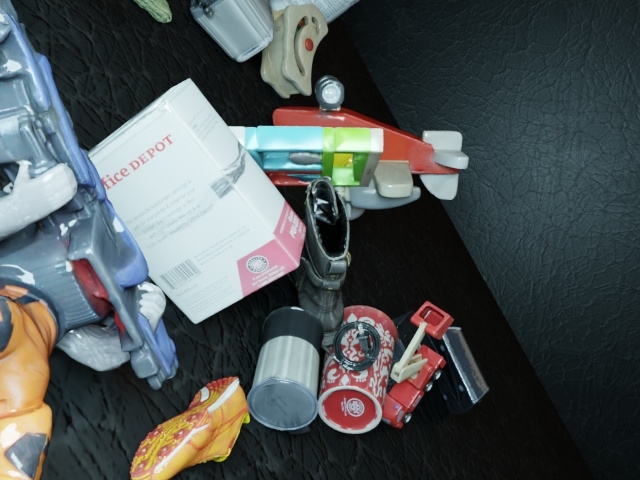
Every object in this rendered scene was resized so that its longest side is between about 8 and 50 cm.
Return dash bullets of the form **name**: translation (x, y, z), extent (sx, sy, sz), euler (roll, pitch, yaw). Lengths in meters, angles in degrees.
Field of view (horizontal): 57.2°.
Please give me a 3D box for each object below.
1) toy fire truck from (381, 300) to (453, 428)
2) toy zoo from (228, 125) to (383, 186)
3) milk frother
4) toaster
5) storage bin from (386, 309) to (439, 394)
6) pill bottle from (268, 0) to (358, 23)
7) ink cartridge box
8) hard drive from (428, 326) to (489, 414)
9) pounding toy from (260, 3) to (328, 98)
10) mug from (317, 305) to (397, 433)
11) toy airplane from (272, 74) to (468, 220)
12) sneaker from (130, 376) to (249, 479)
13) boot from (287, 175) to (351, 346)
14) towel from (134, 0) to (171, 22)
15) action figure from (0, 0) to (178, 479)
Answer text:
- **toy fire truck**: translation (0.146, 0.203, 0.934), extent (0.047, 0.192, 0.135), euler (32, -9, 34)
- **toy zoo**: translation (-0.075, -0.103, 0.758), extent (0.192, 0.293, 0.030), euler (89, 2, -83)
- **milk frother**: translation (-0.003, 0.158, 0.730), extent (0.129, 0.143, 0.135), euler (54, 21, -26)
- **toaster**: translation (-0.176, -0.470, 1.197), extent (0.146, 0.129, 0.227), euler (45, 23, -40)
- **storage bin**: translation (0.152, 0.215, 1.102), extent (0.122, 0.084, 0.180), euler (62, 19, 4)
- **pill bottle**: translation (-0.034, -0.618, 1.505), extent (0.160, 0.283, 0.160), euler (48, 23, -29)
- **ink cartridge box**: translation (-0.142, -0.038, 0.642), extent (0.218, 0.158, 0.092), euler (51, 23, -23)
- **hard drive**: translation (0.277, 0.270, 1.221), extent (0.255, 0.054, 0.172), euler (83, -15, -70)
- **pounding toy**: translation (-0.087, -0.474, 1.392), extent (0.154, 0.154, 0.270), euler (1, 91, -55)
- **mug**: translation (0.065, 0.204, 0.877), extent (0.150, 0.113, 0.169), euler (51, 25, -18)
- **toy airplane**: translation (0.118, -0.161, 1.268), extent (0.384, 0.273, 0.386), euler (35, 20, 34)
- **sneaker**: translation (-0.110, 0.187, 0.554), extent (0.175, 0.064, 0.068), euler (-25, 95, -67)
- **boot**: translation (0.000, 0.000, 0.842), extent (0.229, 0.091, 0.263), euler (94, -15, -46)
- **towel**: translation (-0.311, -0.434, 0.973), extent (0.148, 0.027, 0.110), euler (25, 39, -56)
- **action figure**: translation (-0.224, 0.017, 0.368), extent (0.330, 0.178, 0.341), euler (-91, 170, -61)
